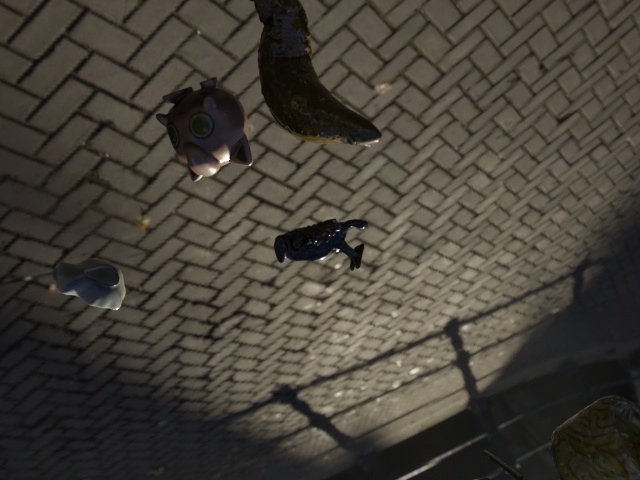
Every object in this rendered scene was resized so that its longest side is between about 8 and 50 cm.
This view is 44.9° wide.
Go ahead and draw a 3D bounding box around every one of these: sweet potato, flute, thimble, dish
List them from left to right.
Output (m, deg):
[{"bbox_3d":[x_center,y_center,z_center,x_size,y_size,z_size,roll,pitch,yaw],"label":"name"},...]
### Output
[{"bbox_3d":[-0.379,0.063,1.302,0.039,0.091,0.137,-30,151,34],"label":"dish"},{"bbox_3d":[-0.034,-0.230,1.086,0.098,0.310,0.124,-15,159,-39],"label":"sweet potato"},{"bbox_3d":[0.375,0.464,1.603,0.014,0.014,0.269,-23,177,-5],"label":"flute"},{"bbox_3d":[0.478,0.364,1.274,0.138,0.190,0.143,6,143,-32],"label":"thimble"}]

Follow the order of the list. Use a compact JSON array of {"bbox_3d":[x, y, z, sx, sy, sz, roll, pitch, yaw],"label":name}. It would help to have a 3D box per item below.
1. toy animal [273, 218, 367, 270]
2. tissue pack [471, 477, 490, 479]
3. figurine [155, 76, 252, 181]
[{"bbox_3d":[0.000,0.000,0.900,0.108,0.062,0.220,7,177,-11],"label":"toy animal"},{"bbox_3d":[0.172,0.349,1.047,0.085,0.027,0.138,-21,158,-18],"label":"tissue pack"},{"bbox_3d":[-0.164,-0.160,1.117,0.125,0.137,0.125,-15,-171,2],"label":"figurine"}]
